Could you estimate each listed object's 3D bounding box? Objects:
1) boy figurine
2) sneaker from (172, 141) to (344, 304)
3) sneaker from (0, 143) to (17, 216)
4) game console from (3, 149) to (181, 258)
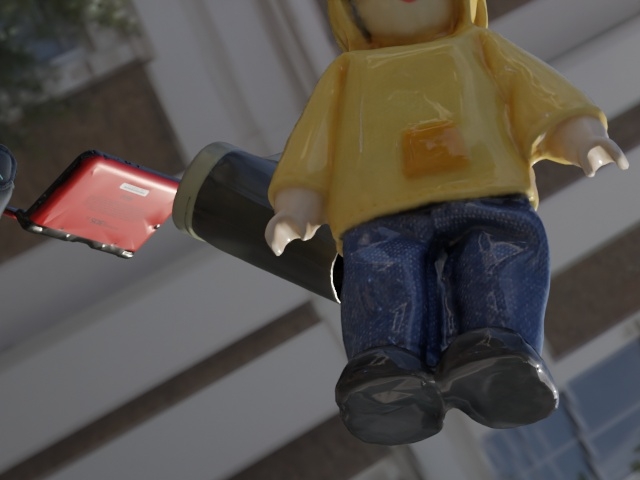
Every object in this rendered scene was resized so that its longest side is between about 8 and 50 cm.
[{"bbox_3d":[0.059,-0.045,0.931,0.092,0.177,0.285,62,23,-58],"label":"boy figurine"},{"bbox_3d":[0.000,0.000,1.214,0.118,0.222,0.083,29,-80,20],"label":"sneaker"},{"bbox_3d":[-0.328,-0.074,1.274,0.267,0.106,0.101,32,-34,0],"label":"sneaker"},{"bbox_3d":[-0.201,-0.040,1.545,0.085,0.124,0.144,53,17,27],"label":"game console"}]
